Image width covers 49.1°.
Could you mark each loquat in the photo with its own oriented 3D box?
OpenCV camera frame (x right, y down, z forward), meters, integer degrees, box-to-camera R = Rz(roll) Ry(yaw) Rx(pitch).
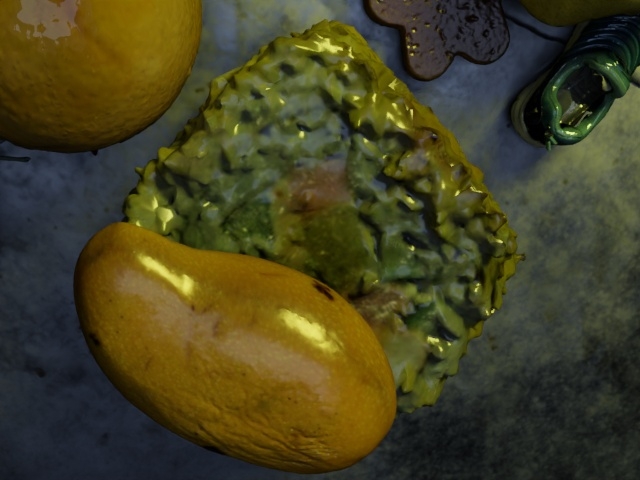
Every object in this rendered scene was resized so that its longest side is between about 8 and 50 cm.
[{"bbox_3d":[-0.237,-0.204,0.643,0.274,0.275,0.275,-2,111,-4],"label":"loquat"}]

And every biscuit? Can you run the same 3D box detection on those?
[{"bbox_3d":[0.129,-0.297,0.752,0.179,0.039,0.236,-13,111,2],"label":"biscuit"}]

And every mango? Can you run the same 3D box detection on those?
[{"bbox_3d":[-0.070,0.092,0.592,0.294,0.120,0.177,32,111,-8],"label":"mango"}]

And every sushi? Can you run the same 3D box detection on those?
[{"bbox_3d":[0.000,0.000,0.750,0.351,0.240,0.396,-40,106,11],"label":"sushi"}]

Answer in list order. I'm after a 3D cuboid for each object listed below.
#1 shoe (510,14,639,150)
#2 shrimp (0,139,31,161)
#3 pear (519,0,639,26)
[{"bbox_3d":[0.308,-0.183,0.776,0.091,0.106,0.207,38,98,-18],"label":"shoe"},{"bbox_3d":[-0.414,-0.110,0.739,0.172,0.137,0.372,-15,126,-38],"label":"shrimp"},{"bbox_3d":[0.276,-0.318,0.664,0.228,0.188,0.211,-16,111,-27],"label":"pear"}]
